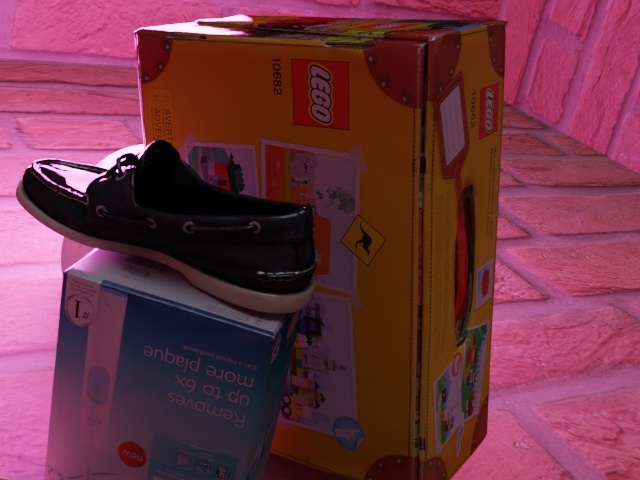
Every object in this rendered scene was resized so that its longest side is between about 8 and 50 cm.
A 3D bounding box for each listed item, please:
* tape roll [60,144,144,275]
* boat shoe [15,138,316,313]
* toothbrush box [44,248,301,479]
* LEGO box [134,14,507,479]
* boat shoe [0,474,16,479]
[{"bbox_3d":[-0.250,-0.002,1.268,0.246,0.246,0.169,7,26,-11],"label":"tape roll"},{"bbox_3d":[-0.154,-0.040,0.843,0.340,0.113,0.127,23,26,23],"label":"boat shoe"},{"bbox_3d":[-0.157,0.167,0.892,0.216,0.295,0.126,17,25,8],"label":"toothbrush box"},{"bbox_3d":[0.000,0.000,0.996,0.373,0.500,0.193,11,22,31],"label":"LEGO box"},{"bbox_3d":[-0.400,0.258,0.763,0.098,0.109,0.302,10,1,34],"label":"boat shoe"}]
